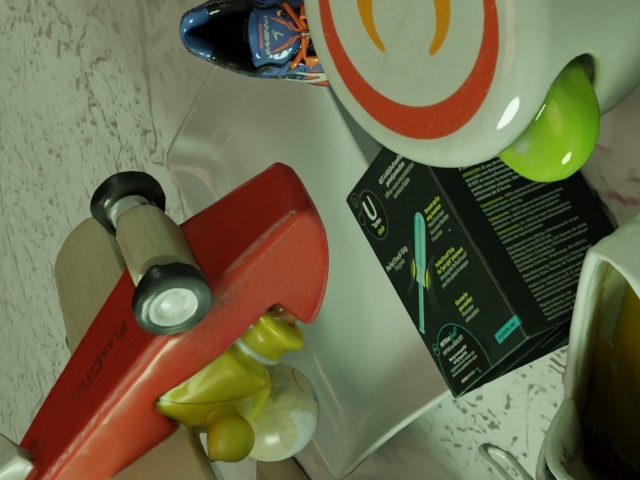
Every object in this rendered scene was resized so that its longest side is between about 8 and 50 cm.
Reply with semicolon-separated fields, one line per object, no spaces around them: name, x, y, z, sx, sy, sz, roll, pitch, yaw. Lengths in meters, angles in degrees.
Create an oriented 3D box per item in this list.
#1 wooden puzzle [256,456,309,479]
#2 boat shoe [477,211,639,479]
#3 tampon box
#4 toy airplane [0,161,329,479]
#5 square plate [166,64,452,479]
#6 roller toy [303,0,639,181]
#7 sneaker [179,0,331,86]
wooden puzzle;-0.013;0.357;1.635;0.221;0.044;0.239;50;149;31
boat shoe;0.177;0.134;0.975;0.136;0.156;0.367;46;147;35
tampon box;0.111;-0.002;1.052;0.161;0.101;0.120;61;153;13
toy airplane;-0.127;0.147;1.318;0.384;0.272;0.386;-10;69;51
square plate;0.000;0.000;1.322;0.347;0.049;0.344;61;153;12
roller toy;0.097;-0.150;0.912;0.191;0.146;0.209;15;118;47
sneaker;-0.009;-0.141;1.127;0.221;0.087;0.083;2;99;38
